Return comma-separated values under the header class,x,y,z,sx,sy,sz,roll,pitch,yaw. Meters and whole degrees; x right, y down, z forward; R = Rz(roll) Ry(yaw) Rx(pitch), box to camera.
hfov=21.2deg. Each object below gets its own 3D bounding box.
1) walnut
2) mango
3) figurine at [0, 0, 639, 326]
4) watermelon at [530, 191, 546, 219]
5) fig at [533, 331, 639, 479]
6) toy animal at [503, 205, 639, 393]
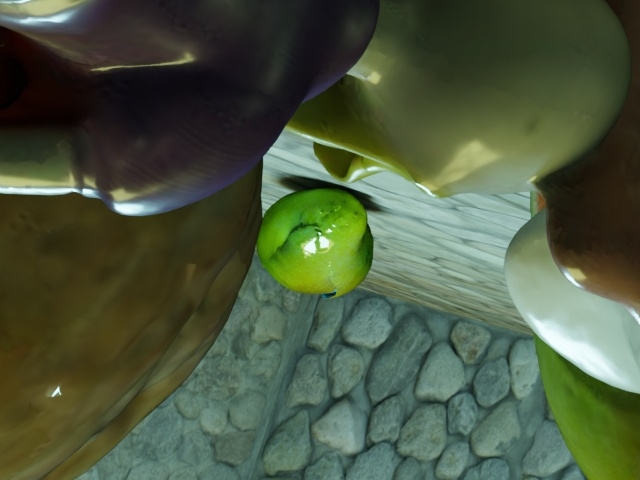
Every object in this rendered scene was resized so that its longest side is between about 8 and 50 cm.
class,x,y,z,sx,sy,sz,roll,pitch,yaw
walnut,-0.200,-0.002,0.886,0.306,0.344,0.306,38,167,11
mango,0.000,0.000,1.808,0.125,0.111,0.233,7,167,-16
figurine,-0.031,-0.086,0.449,0.193,0.154,0.421,-4,159,40
watermelon,0.174,-0.017,1.128,0.135,0.125,0.094,40,163,47
fig,0.227,0.057,0.981,0.207,0.230,0.207,-15,152,-8
toy animal,0.200,0.024,0.708,0.249,0.174,0.289,15,176,27
